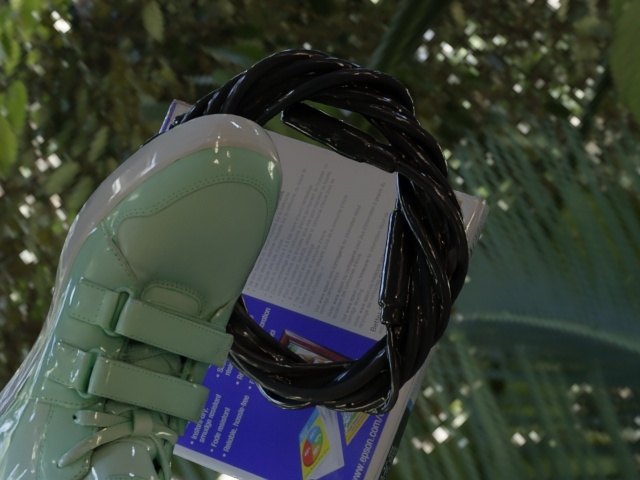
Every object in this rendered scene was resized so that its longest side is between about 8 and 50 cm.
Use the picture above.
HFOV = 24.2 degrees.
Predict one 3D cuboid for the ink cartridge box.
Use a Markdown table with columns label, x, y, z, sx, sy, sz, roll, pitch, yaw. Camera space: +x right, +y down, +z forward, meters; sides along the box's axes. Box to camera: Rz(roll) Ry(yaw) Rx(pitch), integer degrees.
| label | x | y | z | sx | sy | sz | roll | pitch | yaw |
| --- | --- | --- | --- | --- | --- | --- | --- | --- | --- |
| ink cartridge box | -0.031 | 0.039 | 0.898 | 0.045 | 0.208 | 0.206 | 56 | -125 | -71 |

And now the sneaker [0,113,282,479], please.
| label | x | y | z | sx | sy | sz | roll | pitch | yaw |
| --- | --- | --- | --- | --- | --- | --- | --- | --- | --- |
| sneaker | -0.070 | 0.079 | 0.651 | 0.094 | 0.151 | 0.256 | 19 | -70 | -41 |

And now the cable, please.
| label | x | y | z | sx | sy | sz | roll | pitch | yaw |
| --- | --- | --- | --- | --- | --- | --- | --- | --- | --- |
| cable | 0.000 | 0.000 | 0.752 | 0.150 | 0.184 | 0.047 | -27 | 1 | 8 |
